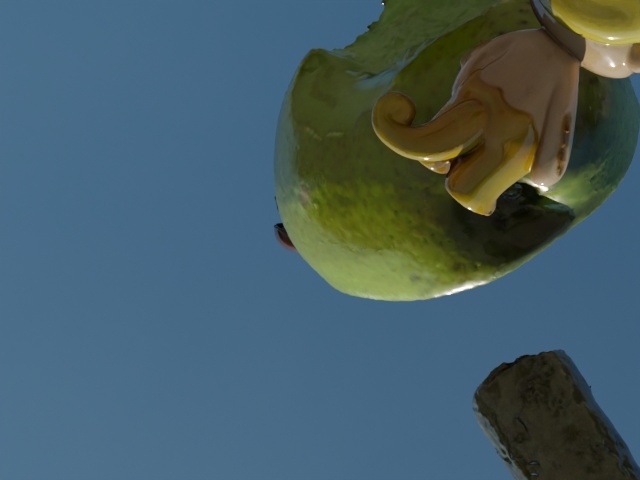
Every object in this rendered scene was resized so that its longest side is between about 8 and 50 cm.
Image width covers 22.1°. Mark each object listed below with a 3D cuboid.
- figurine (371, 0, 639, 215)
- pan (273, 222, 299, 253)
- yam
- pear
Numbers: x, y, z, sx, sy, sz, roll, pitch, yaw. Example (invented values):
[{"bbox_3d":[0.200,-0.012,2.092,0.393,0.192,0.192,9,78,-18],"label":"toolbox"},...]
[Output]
[{"bbox_3d":[0.141,-0.125,0.872,0.156,0.131,0.246,46,-72,32],"label":"figurine"},{"bbox_3d":[0.000,0.001,1.664,0.068,0.115,0.023,21,-75,39],"label":"pan"},{"bbox_3d":[0.166,0.153,1.018,0.078,0.078,0.179,-33,-111,2],"label":"yam"},{"bbox_3d":[0.104,-0.088,1.263,0.286,0.176,0.282,-41,-158,-9],"label":"pear"}]
